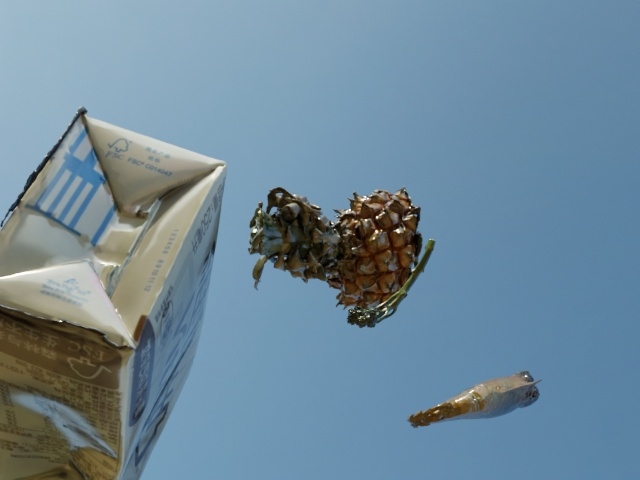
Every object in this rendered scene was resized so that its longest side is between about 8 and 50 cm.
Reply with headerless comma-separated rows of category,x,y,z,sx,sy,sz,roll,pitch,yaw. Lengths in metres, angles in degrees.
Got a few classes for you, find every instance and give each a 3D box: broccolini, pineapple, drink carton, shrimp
broccolini,0.120,0.075,1.469,0.054,0.194,0.052,22,-30,49
pineapple,0.000,0.000,1.641,0.262,0.271,0.263,-31,-127,55
drink carton,-0.178,0.080,0.767,0.132,0.194,0.325,20,-40,2
shrimp,0.238,0.257,1.462,0.173,0.253,0.058,-27,-106,41
